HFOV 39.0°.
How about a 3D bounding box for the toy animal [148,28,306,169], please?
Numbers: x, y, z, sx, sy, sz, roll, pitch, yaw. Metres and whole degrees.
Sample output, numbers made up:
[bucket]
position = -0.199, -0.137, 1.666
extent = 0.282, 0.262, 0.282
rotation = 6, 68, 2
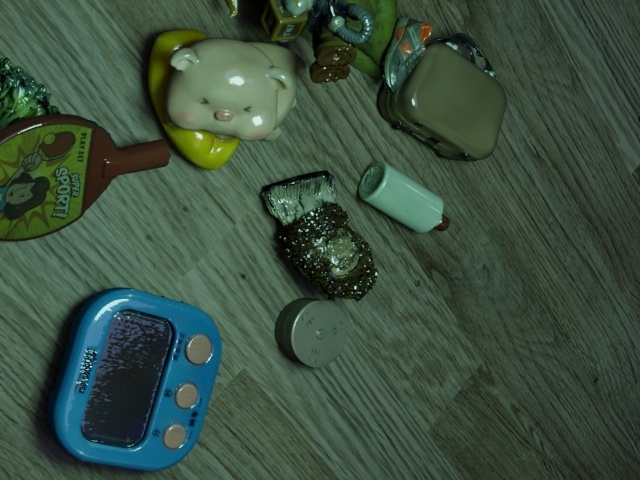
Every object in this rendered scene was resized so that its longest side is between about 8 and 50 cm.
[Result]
[toy animal]
position = -0.164, -0.276, 1.798
extent = 0.345, 0.247, 0.277
rotation = 6, 90, -33

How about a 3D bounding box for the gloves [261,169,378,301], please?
[gloves]
position = 0.007, -0.003, 1.987
extent = 0.210, 0.135, 0.312
rotation = -12, 78, -52

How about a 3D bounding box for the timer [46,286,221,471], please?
[timer]
position = -0.363, 0.271, 1.780
extent = 0.309, 0.115, 0.340
rotation = 19, 82, -33

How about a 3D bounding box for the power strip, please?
[power strip]
position = -0.018, 0.203, 2.020
extent = 0.154, 0.078, 0.154
rotation = -2, 93, -32

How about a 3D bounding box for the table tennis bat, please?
[table tennis bat]
position = -0.464, -0.124, 1.662
extent = 0.415, 0.051, 0.268
rotation = -18, 141, -38

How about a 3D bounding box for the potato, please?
[potato]
position = 0.088, -0.539, 2.031
extent = 0.269, 0.112, 0.255
rotation = 25, 78, -33

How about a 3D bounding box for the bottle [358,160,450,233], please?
[bottle]
position = 0.210, -0.088, 2.134
extent = 0.245, 0.104, 0.104
rotation = 29, 77, -30

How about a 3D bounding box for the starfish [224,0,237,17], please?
[starfish]
position = -0.171, -0.613, 1.811
extent = 0.048, 0.231, 0.295
rotation = -3, 75, -52

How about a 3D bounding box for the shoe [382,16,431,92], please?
[shoe]
position = 0.195, -0.418, 2.031
extent = 0.074, 0.077, 0.194
rotation = 56, 47, -59

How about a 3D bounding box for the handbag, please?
[handbag]
position = 0.308, -0.357, 2.160
extent = 0.302, 0.149, 0.283
rotation = 26, 81, -29

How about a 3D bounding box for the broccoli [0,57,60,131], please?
[broccoli]
position = -0.616, -0.189, 1.600
extent = 0.304, 0.145, 0.165
rotation = -39, 123, -13

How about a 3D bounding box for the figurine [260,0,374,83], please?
[figurine]
position = -0.043, -0.500, 1.835
extent = 0.186, 0.261, 0.382
rotation = -3, 63, -30
